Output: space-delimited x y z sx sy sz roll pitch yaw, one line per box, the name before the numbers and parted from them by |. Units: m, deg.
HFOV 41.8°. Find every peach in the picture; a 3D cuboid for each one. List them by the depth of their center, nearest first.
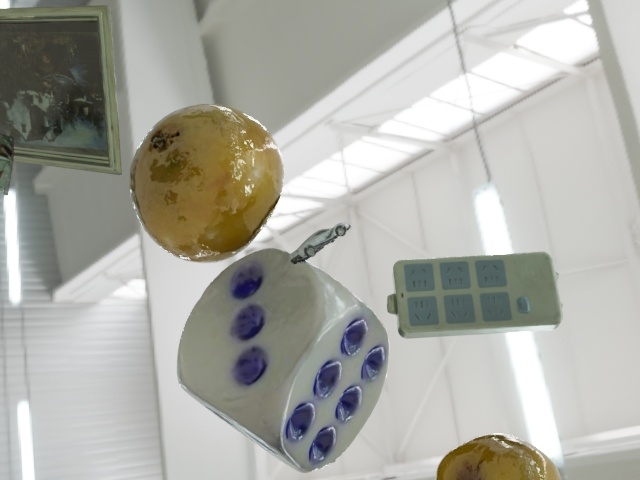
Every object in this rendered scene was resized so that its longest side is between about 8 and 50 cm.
peach | 0.192 0.306 0.969 0.179 0.103 0.179 -36 -159 17

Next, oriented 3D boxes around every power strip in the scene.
power strip | 0.235 0.083 1.256 0.046 0.270 0.118 91 -5 -64

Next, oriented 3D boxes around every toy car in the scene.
toy car | 0.000 0.000 1.056 0.025 0.093 0.041 56 -28 0

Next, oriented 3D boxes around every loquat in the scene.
loquat | -0.183 -0.092 1.376 0.263 0.263 0.263 -5 -96 52

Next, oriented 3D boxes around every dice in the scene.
dice | -0.057 0.187 1.314 0.251 0.243 0.259 22 -109 42

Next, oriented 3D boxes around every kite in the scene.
kite | -0.503 -0.125 1.120 0.229 0.250 0.012 36 -64 16

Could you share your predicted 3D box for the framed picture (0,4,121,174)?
framed picture | -0.402 -0.219 1.209 0.296 0.019 0.232 9 -72 33
